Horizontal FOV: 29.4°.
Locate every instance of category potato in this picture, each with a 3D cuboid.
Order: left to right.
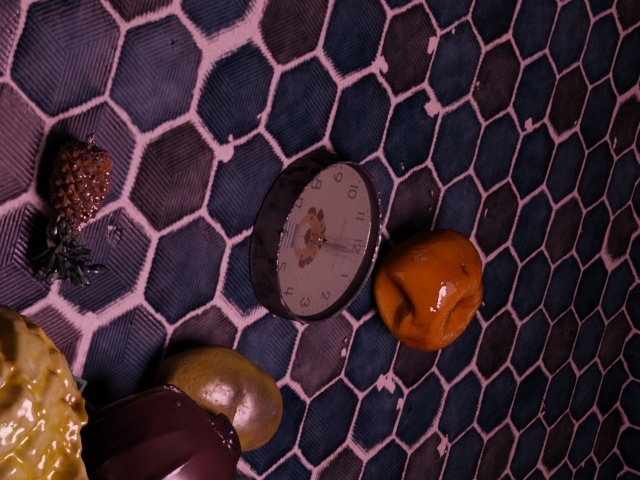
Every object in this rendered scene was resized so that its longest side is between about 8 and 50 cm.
[{"bbox_3d":[-0.165,0.256,1.974,0.248,0.143,0.169,29,71,-42],"label":"potato"}]

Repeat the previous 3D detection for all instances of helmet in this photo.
[{"bbox_3d":[-0.232,0.362,1.823,0.225,0.177,0.305,-33,133,14],"label":"helmet"}]

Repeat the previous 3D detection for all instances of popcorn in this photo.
[{"bbox_3d":[-0.439,0.215,1.512,0.293,0.293,0.237,-58,149,-19],"label":"popcorn"}]

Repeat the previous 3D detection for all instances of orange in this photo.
[{"bbox_3d":[0.213,0.085,2.374,0.249,0.183,0.249,-41,152,-27],"label":"orange"}]

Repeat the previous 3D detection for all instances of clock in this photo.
[{"bbox_3d":[-0.002,-0.001,2.148,0.313,0.061,0.312,-25,124,-45],"label":"clock"}]

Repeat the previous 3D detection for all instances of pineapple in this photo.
[{"bbox_3d":[-0.331,-0.041,1.669,0.103,0.083,0.221,-3,109,-52],"label":"pineapple"}]

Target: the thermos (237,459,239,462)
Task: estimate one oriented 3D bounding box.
[{"bbox_3d":[-0.227,0.451,2.026,0.124,0.099,0.232,27,84,-19],"label":"thermos"}]

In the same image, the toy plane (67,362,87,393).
[{"bbox_3d":[-0.447,0.335,1.677,0.381,0.106,0.155,-65,150,-11],"label":"toy plane"}]
